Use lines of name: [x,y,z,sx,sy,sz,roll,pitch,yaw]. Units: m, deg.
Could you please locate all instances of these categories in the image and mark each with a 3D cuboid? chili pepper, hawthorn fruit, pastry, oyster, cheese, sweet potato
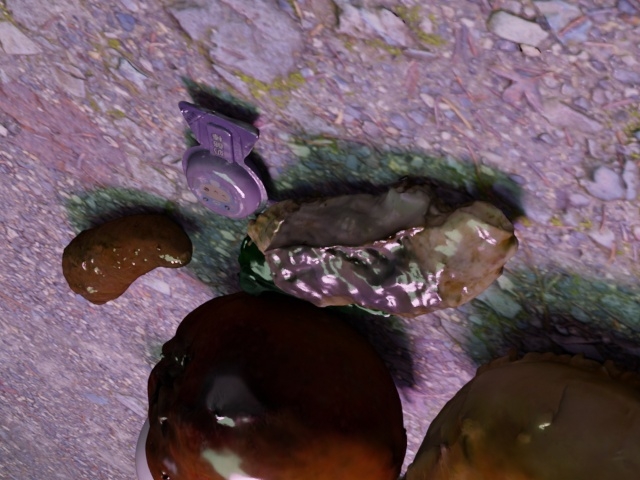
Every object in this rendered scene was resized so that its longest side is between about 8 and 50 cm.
chili pepper: [-0.001,0.041,1.588,0.216,0.062,0.108,12,148,28]
hawthorn fruit: [-0.055,0.217,1.692,0.325,0.308,0.308,43,151,-7]
pastry: [0.271,0.296,1.517,0.409,0.245,0.410,25,136,27]
oyster: [0.047,0.013,1.434,0.341,0.110,0.166,8,148,29]
cheese: [-0.105,-0.079,1.503,0.105,0.042,0.191,21,150,14]
sweet potato: [-0.274,0.031,1.805,0.114,0.092,0.341,22,158,-22]

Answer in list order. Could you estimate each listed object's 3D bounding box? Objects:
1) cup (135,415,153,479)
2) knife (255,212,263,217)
cup: [-0.099,0.334,2.029,0.317,0.212,0.212,16,150,30]
knife: [0.000,0.000,1.557,0.170,0.023,0.010,22,145,19]
